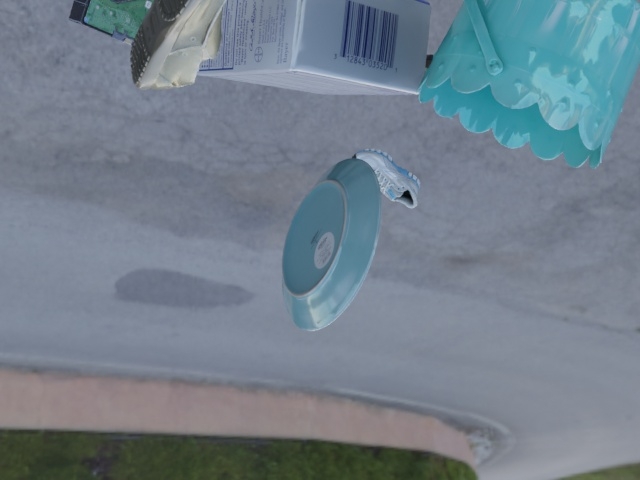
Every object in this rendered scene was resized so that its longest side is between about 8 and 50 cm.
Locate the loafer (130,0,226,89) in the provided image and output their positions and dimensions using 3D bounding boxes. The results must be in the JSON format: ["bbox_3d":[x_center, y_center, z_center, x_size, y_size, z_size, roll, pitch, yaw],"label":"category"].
[{"bbox_3d":[-0.166,-0.293,0.910,0.092,0.102,0.268,-1,156,-37],"label":"loafer"}]

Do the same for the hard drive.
[{"bbox_3d":[-0.431,-0.636,1.650,0.064,0.339,0.236,25,-170,36],"label":"hard drive"}]

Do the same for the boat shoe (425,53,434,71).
[{"bbox_3d":[0.178,-0.312,1.291,0.056,0.049,0.152,28,-179,-21],"label":"boat shoe"}]

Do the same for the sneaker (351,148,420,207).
[{"bbox_3d":[0.148,-0.132,1.535,0.190,0.083,0.071,26,131,-25],"label":"sneaker"}]

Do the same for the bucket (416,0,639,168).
[{"bbox_3d":[0.280,-0.230,0.926,0.281,0.183,0.281,24,-177,-1],"label":"bucket"}]

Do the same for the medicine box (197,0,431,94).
[{"bbox_3d":[-0.017,-0.326,1.140,0.263,0.149,0.289,0,-170,-39],"label":"medicine box"}]

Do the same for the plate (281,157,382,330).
[{"bbox_3d":[0.000,0.000,0.731,0.024,0.188,0.188,20,149,-27],"label":"plate"}]
